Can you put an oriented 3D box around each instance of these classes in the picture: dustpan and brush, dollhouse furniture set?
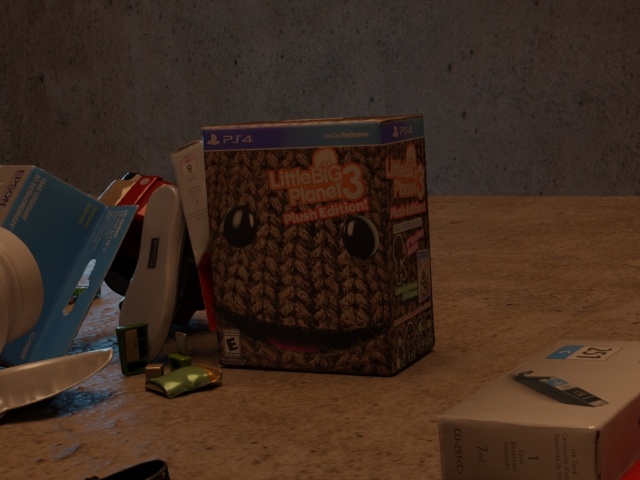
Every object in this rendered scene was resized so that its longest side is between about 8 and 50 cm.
[{"bbox_3d":[-0.331,0.166,1.243,0.147,0.060,0.211,-13,-3,25],"label":"dustpan and brush"},{"bbox_3d":[-0.180,0.135,1.347,0.076,0.059,0.151,-10,10,-35],"label":"dollhouse furniture set"}]

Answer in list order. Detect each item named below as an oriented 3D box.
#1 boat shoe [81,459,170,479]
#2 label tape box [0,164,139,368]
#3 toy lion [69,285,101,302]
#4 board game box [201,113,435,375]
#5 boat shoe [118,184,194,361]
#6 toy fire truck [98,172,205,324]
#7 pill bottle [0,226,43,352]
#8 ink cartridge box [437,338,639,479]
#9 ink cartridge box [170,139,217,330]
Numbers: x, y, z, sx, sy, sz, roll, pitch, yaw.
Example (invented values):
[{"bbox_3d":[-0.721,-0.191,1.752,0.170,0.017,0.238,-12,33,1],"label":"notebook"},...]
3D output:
[{"bbox_3d":[-0.179,0.204,0.909,0.133,0.042,0.049,-10,12,-31],"label":"boat shoe"},{"bbox_3d":[-0.432,0.028,1.525,0.347,0.249,0.115,2,-30,41],"label":"label tape box"},{"bbox_3d":[-0.422,0.085,1.948,0.100,0.034,0.096,0,1,25],"label":"toy lion"},{"bbox_3d":[0.000,0.000,1.396,0.232,0.291,0.141,-1,8,25],"label":"board game box"},{"bbox_3d":[-0.193,0.046,1.468,0.080,0.229,0.076,-2,-14,38],"label":"boat shoe"},{"bbox_3d":[-0.185,0.037,1.581,0.246,0.217,0.158,6,44,30],"label":"toy fire truck"},{"bbox_3d":[-0.459,0.089,1.240,0.188,0.188,0.334,1,15,29],"label":"pill bottle"},{"bbox_3d":[0.281,0.150,1.000,0.261,0.066,0.296,0,9,32],"label":"ink cartridge box"},{"bbox_3d":[-0.100,0.000,1.493,0.066,0.232,0.189,-24,-16,22],"label":"ink cartridge box"}]
